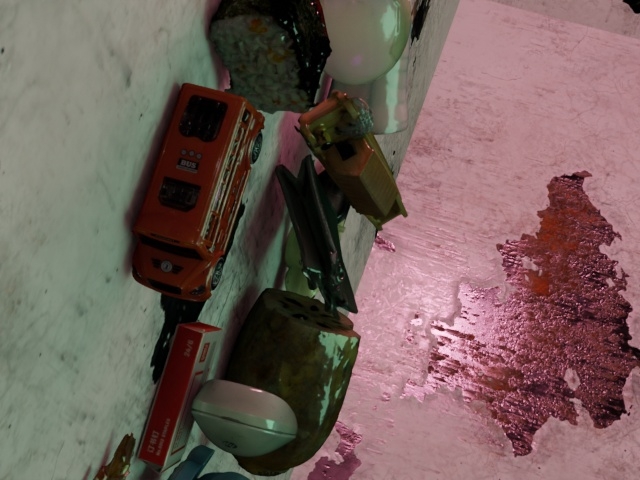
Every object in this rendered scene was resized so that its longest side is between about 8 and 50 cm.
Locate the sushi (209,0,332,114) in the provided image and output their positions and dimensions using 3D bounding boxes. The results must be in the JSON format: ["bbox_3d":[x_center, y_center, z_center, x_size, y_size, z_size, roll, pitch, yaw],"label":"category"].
[{"bbox_3d":[-0.062,-0.266,1.304,0.225,0.136,0.126,83,17,-57],"label":"sushi"}]

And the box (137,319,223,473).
[{"bbox_3d":[-0.219,0.241,1.548,0.123,0.050,0.229,20,87,-80],"label":"box"}]

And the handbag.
[{"bbox_3d":[-0.002,0.000,1.855,0.247,0.079,0.260,65,9,-60],"label":"handbag"}]

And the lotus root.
[{"bbox_3d":[-0.072,0.283,1.927,0.250,0.250,0.346,-30,137,-76],"label":"lotus root"}]

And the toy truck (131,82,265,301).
[{"bbox_3d":[-0.157,-0.058,1.208,0.114,0.107,0.252,55,51,-77],"label":"toy truck"}]

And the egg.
[{"bbox_3d":[0.065,-0.363,1.700,0.183,0.183,0.217,-64,158,-43],"label":"egg"}]

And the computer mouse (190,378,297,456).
[{"bbox_3d":[-0.121,0.295,1.569,0.288,0.159,0.097,85,18,-70],"label":"computer mouse"}]

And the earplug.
[{"bbox_3d":[0.103,-0.393,1.996,0.185,0.185,0.324,-53,150,-64],"label":"earplug"}]

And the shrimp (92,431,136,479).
[{"bbox_3d":[-0.298,0.332,1.331,0.095,0.045,0.162,35,77,-58],"label":"shrimp"}]

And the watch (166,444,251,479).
[{"bbox_3d":[-0.184,0.460,1.596,0.211,0.193,0.211,-56,177,-4],"label":"watch"}]

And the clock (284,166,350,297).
[{"bbox_3d":[0.002,-0.036,2.178,0.276,0.120,0.379,98,8,-57],"label":"clock"}]

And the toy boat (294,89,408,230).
[{"bbox_3d":[0.084,-0.138,1.929,0.136,0.162,0.445,-31,152,4],"label":"toy boat"}]
